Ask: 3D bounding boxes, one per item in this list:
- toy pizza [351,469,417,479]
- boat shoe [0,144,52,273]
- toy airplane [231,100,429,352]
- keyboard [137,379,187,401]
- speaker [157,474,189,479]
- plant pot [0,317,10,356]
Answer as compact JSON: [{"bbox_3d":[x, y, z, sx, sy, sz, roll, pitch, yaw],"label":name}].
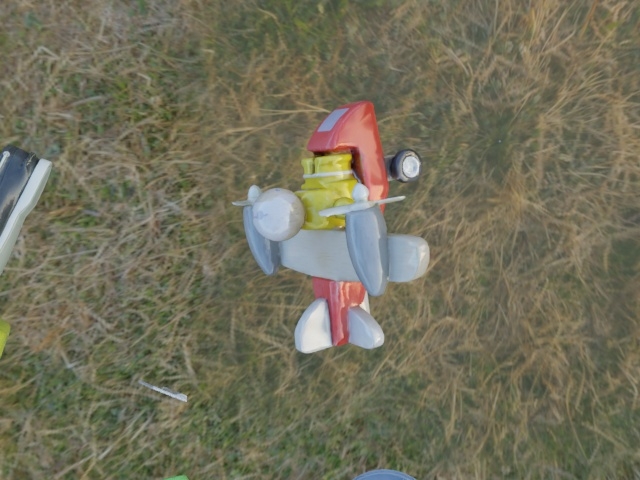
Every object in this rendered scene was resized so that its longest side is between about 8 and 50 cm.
[{"bbox_3d":[0.100,0.448,1.251,0.201,0.032,0.201,-9,71,26],"label":"toy pizza"},{"bbox_3d":[-0.581,-0.023,1.471,0.091,0.114,0.302,25,73,-9],"label":"boat shoe"},{"bbox_3d":[0.000,0.000,1.391,0.386,0.272,0.384,-50,43,34],"label":"toy airplane"},{"bbox_3d":[-0.323,0.302,1.685,0.072,0.256,0.014,19,78,-15],"label":"keyboard"},{"bbox_3d":[-0.194,0.470,1.094,0.131,0.131,0.296,-21,73,14],"label":"speaker"},{"bbox_3d":[-0.393,0.126,0.673,0.228,0.207,0.227,27,74,-21],"label":"plant pot"}]
